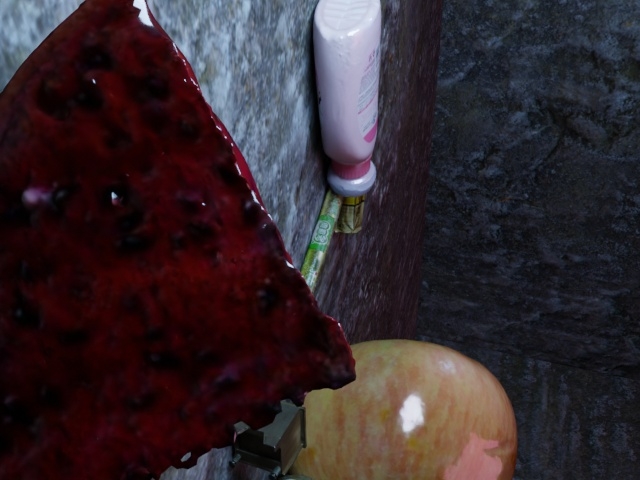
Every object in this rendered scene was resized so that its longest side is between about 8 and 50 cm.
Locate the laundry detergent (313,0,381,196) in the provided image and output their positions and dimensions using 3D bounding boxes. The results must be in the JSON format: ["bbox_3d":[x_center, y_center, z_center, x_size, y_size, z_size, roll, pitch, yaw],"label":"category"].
[{"bbox_3d":[0.043,-0.202,1.070,0.335,0.088,0.159,86,19,-51],"label":"laundry detergent"}]

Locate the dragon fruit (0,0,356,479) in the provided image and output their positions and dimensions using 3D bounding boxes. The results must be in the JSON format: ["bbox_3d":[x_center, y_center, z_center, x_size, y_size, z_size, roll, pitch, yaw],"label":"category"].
[{"bbox_3d":[-0.071,0.064,0.469,0.302,0.240,0.330,-59,157,-5],"label":"dragon fruit"}]

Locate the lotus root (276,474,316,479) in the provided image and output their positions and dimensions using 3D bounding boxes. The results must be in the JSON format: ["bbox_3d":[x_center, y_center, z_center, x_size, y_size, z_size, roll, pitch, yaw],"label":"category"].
[{"bbox_3d":[-0.041,0.441,1.011,0.175,0.175,0.349,-62,167,-53],"label":"lotus root"}]

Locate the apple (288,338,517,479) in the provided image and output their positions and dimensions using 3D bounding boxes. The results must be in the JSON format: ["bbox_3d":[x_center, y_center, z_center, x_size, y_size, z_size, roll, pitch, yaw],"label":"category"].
[{"bbox_3d":[0.132,0.357,1.235,0.391,0.391,0.346,84,16,-51],"label":"apple"}]

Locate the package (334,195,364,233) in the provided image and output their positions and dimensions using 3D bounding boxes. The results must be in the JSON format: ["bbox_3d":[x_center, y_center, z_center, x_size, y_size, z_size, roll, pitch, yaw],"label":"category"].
[{"bbox_3d":[0.056,-0.078,1.308,0.071,0.047,0.131,-34,132,-69],"label":"package"}]

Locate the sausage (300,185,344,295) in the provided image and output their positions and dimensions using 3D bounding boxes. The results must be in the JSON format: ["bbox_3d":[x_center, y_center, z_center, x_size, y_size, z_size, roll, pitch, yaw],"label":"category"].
[{"bbox_3d":[0.000,0.000,1.164,0.033,0.033,0.269,80,25,-57],"label":"sausage"}]

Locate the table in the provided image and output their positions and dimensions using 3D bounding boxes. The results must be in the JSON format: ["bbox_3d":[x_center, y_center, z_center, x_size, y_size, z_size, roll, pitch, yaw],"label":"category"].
[{"bbox_3d":[-0.073,0.261,0.954,0.082,0.083,0.070,-48,143,-54],"label":"table"}]
